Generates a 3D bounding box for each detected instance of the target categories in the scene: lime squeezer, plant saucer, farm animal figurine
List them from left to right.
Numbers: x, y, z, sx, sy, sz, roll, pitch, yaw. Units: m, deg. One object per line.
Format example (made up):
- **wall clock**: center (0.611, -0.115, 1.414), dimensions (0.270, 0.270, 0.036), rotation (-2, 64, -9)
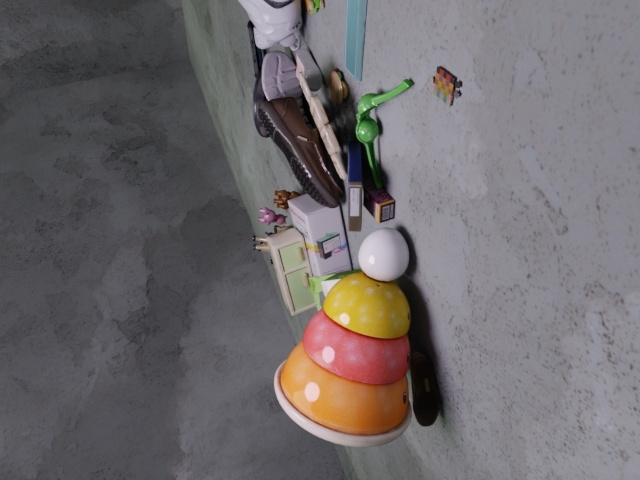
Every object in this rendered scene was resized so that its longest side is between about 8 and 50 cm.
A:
- **farm animal figurine**: center (-0.104, -0.015, 1.809), dimensions (0.326, 0.172, 0.330), rotation (83, -163, -44)
- **plant saucer**: center (0.072, -0.438, 1.058), dimensions (0.192, 0.018, 0.067), rotation (89, 158, -49)
- **lime squeezer**: center (0.124, -0.244, 1.061), dimensions (0.110, 0.059, 0.310), rotation (34, 150, 15)

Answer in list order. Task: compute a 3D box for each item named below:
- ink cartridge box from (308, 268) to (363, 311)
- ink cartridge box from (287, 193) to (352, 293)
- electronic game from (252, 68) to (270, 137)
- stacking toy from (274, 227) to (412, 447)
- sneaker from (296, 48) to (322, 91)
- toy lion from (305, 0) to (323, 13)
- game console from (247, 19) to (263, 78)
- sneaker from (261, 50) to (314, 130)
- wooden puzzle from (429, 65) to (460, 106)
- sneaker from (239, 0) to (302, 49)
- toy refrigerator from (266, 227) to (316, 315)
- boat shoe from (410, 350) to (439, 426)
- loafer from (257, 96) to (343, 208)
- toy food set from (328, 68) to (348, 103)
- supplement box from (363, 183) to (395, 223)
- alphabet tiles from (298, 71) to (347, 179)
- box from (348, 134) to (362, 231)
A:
- **ink cartridge box**: center (0.054, 0.195, 1.458), dimensions (0.255, 0.097, 0.188), rotation (-12, 96, 41)
- **ink cartridge box**: center (0.000, 0.000, 1.612), dimensions (0.201, 0.117, 0.278), rotation (-139, 33, -63)
- **electronic game**: center (-0.176, -0.457, 1.650), dimensions (0.229, 0.048, 0.229), rotation (8, -90, -77)
- **stacking toy**: center (0.103, 0.200, 1.179), dimensions (0.350, 0.351, 0.479), rotation (-134, 54, -58)
- **sneaker**: center (-0.032, -0.447, 1.352), dimensions (0.070, 0.051, 0.134), rotation (104, 148, -67)
- **toy lion**: center (-0.022, -0.596, 1.190), dimensions (0.096, 0.034, 0.100), rotation (-116, 16, -54)
- **game console**: center (-0.214, -0.590, 1.763), dimensions (0.213, 0.044, 0.361), rotation (-104, 7, -62)
- **sneaker**: center (-0.122, -0.416, 1.558), dimensions (0.180, 0.125, 0.321), rotation (-161, 55, -70)
- **wooden puzzle**: center (0.204, -0.253, 0.817), dimensions (0.049, 0.006, 0.083), rotation (88, 158, -45)
- **sneaker**: center (-0.184, -0.647, 1.330), dimensions (0.366, 0.137, 0.210), rotation (35, 156, 26)
- **toy refrigerator**: center (-0.087, 0.106, 1.626), dimensions (0.094, 0.102, 0.269), rotation (-134, 28, -59)
- **boat shoe**: center (0.258, 0.370, 1.252), dimensions (0.072, 0.068, 0.189), rotation (-119, 25, -77)
- **loafer**: center (-0.031, -0.261, 1.425), dimensions (0.365, 0.130, 0.134), rotation (57, 166, -8)
- **toy food set**: center (0.042, -0.378, 1.224), dimensions (0.083, 0.020, 0.082), rotation (128, 123, -72)
- **supplement box**: center (0.137, -0.088, 1.173), dimensions (0.083, 0.043, 0.055), rotation (-123, 21, -44)
- **alphabet tiles**: center (0.009, -0.288, 1.266), dimensions (0.284, 0.021, 0.277), rotation (-102, -11, -81)
- **box**: center (0.083, -0.146, 1.206), dimensions (0.225, 0.037, 0.136), rotation (-88, -4, -47)
